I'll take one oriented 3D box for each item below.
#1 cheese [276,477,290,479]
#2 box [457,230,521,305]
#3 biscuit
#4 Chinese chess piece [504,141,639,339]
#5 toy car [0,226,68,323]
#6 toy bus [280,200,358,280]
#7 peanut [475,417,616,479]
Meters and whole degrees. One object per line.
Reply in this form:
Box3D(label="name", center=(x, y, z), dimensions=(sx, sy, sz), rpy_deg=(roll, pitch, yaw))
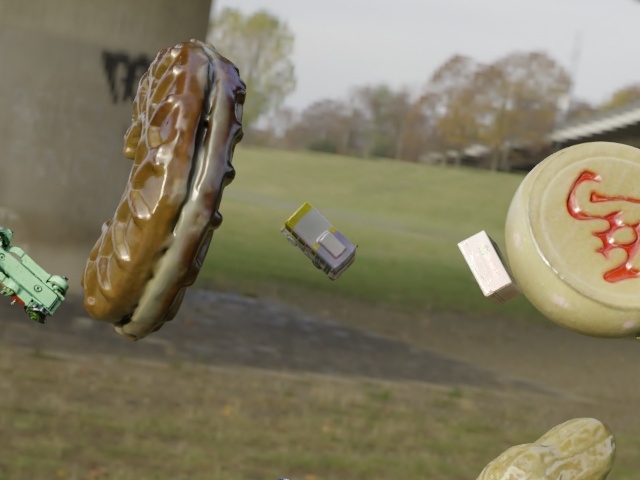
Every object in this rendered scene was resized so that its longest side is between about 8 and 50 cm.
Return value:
Box3D(label="cheese", center=(0.036, 0.381, 2.010), dimensions=(0.244, 0.062, 0.155), rpy_deg=(15, 30, 19))
Box3D(label="box", center=(0.244, 0.041, 2.122), dimensions=(0.043, 0.089, 0.125), rpy_deg=(-29, -14, 9))
Box3D(label="biscuit", center=(-0.178, -0.075, 1.746), dimensions=(0.115, 0.366, 0.268), rpy_deg=(18, -20, -17))
Box3D(label="Chinese chess piece", center=(0.375, -0.001, 1.938), dimensions=(0.273, 0.273, 0.102), rpy_deg=(9, -28, -6))
Box3D(label="toy car", center=(-0.420, 0.050, 2.054), dimensions=(0.143, 0.073, 0.054), rpy_deg=(43, -36, -16))
Box3D(label="toy bus", center=(0.000, 0.000, 2.003), dimensions=(0.102, 0.052, 0.058), rpy_deg=(44, -17, 6))
Box3D(label="peanut", center=(0.312, 0.324, 2.047), dimensions=(0.256, 0.123, 0.123), rpy_deg=(-29, 21, -26))
